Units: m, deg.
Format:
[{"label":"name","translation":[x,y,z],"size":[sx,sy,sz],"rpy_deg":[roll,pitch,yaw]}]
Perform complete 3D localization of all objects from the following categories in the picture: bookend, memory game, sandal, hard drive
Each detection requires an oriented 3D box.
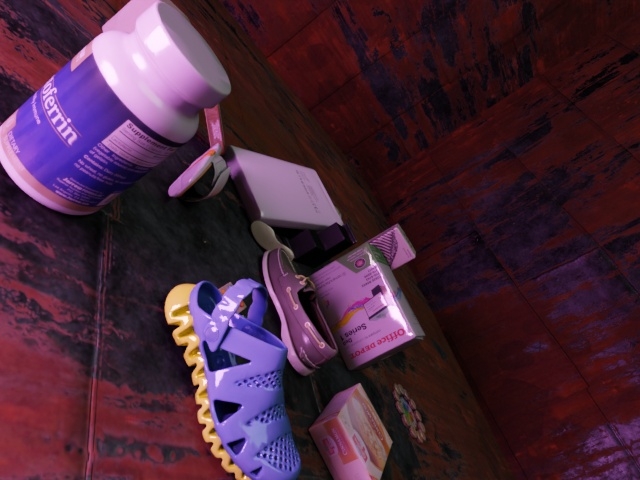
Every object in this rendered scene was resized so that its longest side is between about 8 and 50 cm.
[{"label":"bookend","translation":[0.000,0.000,1.240],"size":[0.157,0.156,0.072],"rpy_deg":[25,37,-62]},{"label":"memory game","translation":[0.272,0.524,1.337],"size":[0.186,0.012,0.186],"rpy_deg":[52,16,-21]},{"label":"sandal","translation":[-0.102,0.181,0.611],"size":[0.317,0.138,0.126],"rpy_deg":[63,14,12]},{"label":"hard drive","translation":[-0.094,-0.135,1.248],"size":[0.353,0.047,0.233],"rpy_deg":[5,53,-53]},{"label":"sandal","translation":[-0.227,-0.136,0.903],"size":[0.076,0.102,0.265],"rpy_deg":[50,15,-19]}]

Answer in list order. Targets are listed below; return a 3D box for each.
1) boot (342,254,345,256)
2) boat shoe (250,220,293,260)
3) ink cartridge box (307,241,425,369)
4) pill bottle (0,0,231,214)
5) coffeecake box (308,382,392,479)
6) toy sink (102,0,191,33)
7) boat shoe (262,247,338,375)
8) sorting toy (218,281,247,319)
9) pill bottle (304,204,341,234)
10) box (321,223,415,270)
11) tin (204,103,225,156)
[{"label":"boot","translation":[0.097,0.104,1.470],"size":[0.118,0.087,0.042],"rpy_deg":[63,14,16]},{"label":"boat shoe","translation":[-0.122,0.006,1.072],"size":[0.133,0.049,0.042],"rpy_deg":[45,-15,-13]},{"label":"ink cartridge box","translation":[0.119,0.178,1.175],"size":[0.117,0.201,0.278],"rpy_deg":[24,37,-63]},{"label":"pill bottle","translation":[-0.253,-0.160,0.554],"size":[0.153,0.265,0.153],"rpy_deg":[52,16,-21]},{"label":"coffeecake box","translation":[0.065,0.384,0.859],"size":[0.142,0.068,0.185],"rpy_deg":[61,16,8]},{"label":"toy sink","translation":[-0.343,-0.394,0.950],"size":[0.234,0.153,0.131],"rpy_deg":[63,16,22]},{"label":"boat shoe","translation":[-0.047,0.134,0.954],"size":[0.109,0.091,0.305],"rpy_deg":[37,25,-52]},{"label":"sorting toy","translation":[-0.153,0.117,0.805],"size":[0.083,0.012,0.062],"rpy_deg":[57,15,-1]},{"label":"pill bottle","translation":[-0.001,-0.069,1.461],"size":[0.103,0.103,0.184],"rpy_deg":[59,19,3]},{"label":"box","translation":[0.144,0.066,1.330],"size":[0.113,0.275,0.094],"rpy_deg":[57,15,-2]},{"label":"tin","translation":[-0.254,-0.288,1.049],"size":[0.106,0.040,0.189],"rpy_deg":[-101,-170,-45]}]
